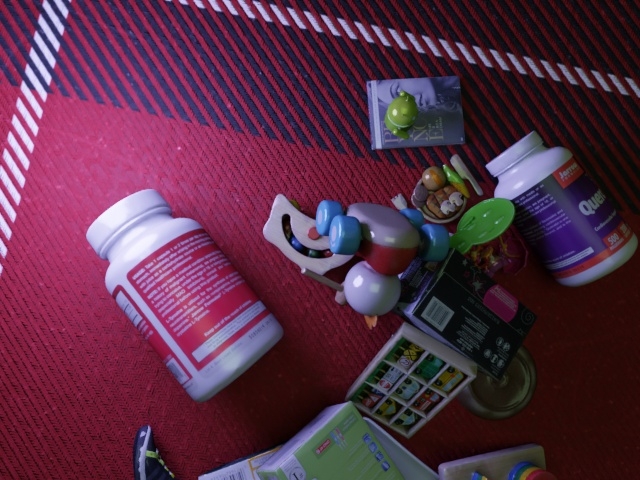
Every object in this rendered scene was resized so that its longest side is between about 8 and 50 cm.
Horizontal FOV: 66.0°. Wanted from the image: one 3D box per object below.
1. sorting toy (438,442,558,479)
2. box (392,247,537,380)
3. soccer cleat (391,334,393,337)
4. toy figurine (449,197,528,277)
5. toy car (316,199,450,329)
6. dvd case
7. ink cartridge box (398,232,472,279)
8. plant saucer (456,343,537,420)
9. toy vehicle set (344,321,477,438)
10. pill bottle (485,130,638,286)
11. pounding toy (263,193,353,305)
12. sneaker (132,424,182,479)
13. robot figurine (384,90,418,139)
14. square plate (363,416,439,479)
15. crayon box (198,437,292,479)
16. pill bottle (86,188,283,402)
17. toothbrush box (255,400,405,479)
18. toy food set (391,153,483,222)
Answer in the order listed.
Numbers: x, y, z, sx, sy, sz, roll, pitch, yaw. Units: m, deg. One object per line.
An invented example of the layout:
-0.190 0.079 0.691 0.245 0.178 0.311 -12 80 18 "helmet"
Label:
0.391 0.585 1.023 0.257 0.089 0.256 -3 85 -19 "sorting toy"
0.284 0.146 1.022 0.247 0.142 0.163 37 82 -13 "box"
0.173 0.255 1.113 0.035 0.029 0.083 -21 91 -7 "soccer cleat"
0.375 0.022 1.067 0.173 0.130 0.159 -42 116 3 "toy figurine"
0.102 0.058 0.988 0.219 0.210 0.238 5 108 -16 "toy car"
0.224 -0.302 1.163 0.221 0.018 0.165 -4 86 -1 "dvd case"
0.285 0.123 1.125 0.181 0.056 0.225 -37 106 -4 "ink cartridge box"
0.397 0.308 1.109 0.198 0.036 0.199 0 85 -2 "plant saucer"
0.178 0.297 1.021 0.166 0.035 0.267 30 128 2 "toy vehicle set"
0.508 -0.072 1.067 0.181 0.181 0.323 -36 87 -3 "pill bottle"
0.000 0.000 1.067 0.269 0.155 0.154 41 88 0 "pounding toy"
-0.353 0.517 1.072 0.097 0.084 0.235 -3 86 -25 "sneaker"
0.179 -0.278 1.092 0.067 0.115 0.101 13 85 1 "robot figurine"
0.127 0.622 1.073 0.347 0.049 0.344 38 86 2 "square plate"
-0.102 0.608 1.013 0.203 0.083 0.323 -23 74 6 "crayon box"
-0.284 0.105 1.018 0.229 0.229 0.408 -39 87 -4 "pill bottle"
0.046 0.496 0.956 0.206 0.122 0.283 -32 83 -35 "toothbrush box"
0.276 -0.105 1.137 0.192 0.038 0.132 -36 87 -3 "toy food set"
